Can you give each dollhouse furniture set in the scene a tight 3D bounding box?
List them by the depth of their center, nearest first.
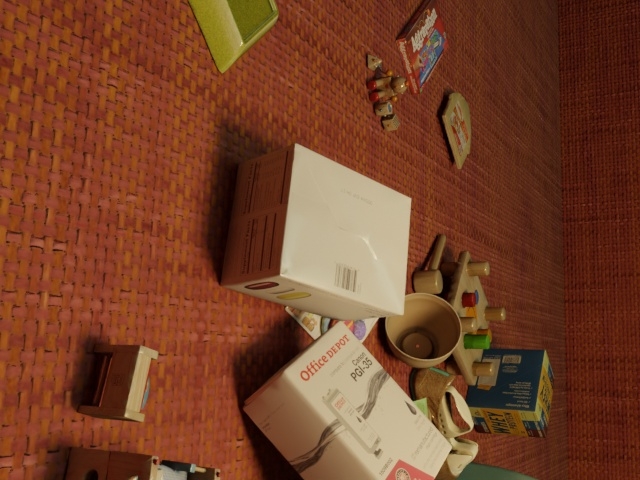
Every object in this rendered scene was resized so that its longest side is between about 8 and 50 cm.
[{"bbox_3d":[-0.197,0.229,0.883,0.129,0.129,0.184,37,55,-54],"label":"dollhouse furniture set"}]

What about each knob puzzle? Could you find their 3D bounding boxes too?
[{"bbox_3d":[0.375,-0.320,2.063,0.213,0.030,0.213,11,77,-59],"label":"knob puzzle"}]

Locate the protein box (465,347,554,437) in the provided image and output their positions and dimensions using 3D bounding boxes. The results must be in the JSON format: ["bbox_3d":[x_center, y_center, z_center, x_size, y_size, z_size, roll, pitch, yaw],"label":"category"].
[{"bbox_3d":[0.532,0.423,2.090,0.136,0.199,0.201,60,39,-38],"label":"protein box"}]

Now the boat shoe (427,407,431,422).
[{"bbox_3d":[0.164,0.465,1.544,0.285,0.102,0.092,-65,152,-45],"label":"boat shoe"}]

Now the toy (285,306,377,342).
[{"bbox_3d":[0.044,0.135,1.354,0.137,0.056,0.237,-52,134,-13],"label":"toy"}]

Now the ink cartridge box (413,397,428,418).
[{"bbox_3d":[0.144,0.387,1.444,0.209,0.062,0.109,-11,97,-29],"label":"ink cartridge box"}]

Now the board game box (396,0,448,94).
[{"bbox_3d":[0.261,-0.497,1.882,0.281,0.027,0.145,-59,135,-45],"label":"board game box"}]

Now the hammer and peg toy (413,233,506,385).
[{"bbox_3d":[0.361,0.157,1.886,0.361,0.127,0.266,62,37,-37],"label":"hammer and peg toy"}]

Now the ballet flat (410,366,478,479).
[{"bbox_3d":[0.302,0.450,1.755,0.116,0.124,0.342,-36,118,-56],"label":"ballet flat"}]

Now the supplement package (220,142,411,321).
[{"bbox_3d":[0.000,0.000,1.174,0.262,0.145,0.204,21,68,-39],"label":"supplement package"}]

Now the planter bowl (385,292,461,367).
[{"bbox_3d":[0.215,0.209,1.618,0.109,0.162,0.162,93,13,-55],"label":"planter bowl"}]

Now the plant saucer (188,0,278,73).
[{"bbox_3d":[-0.131,-0.384,1.152,0.188,0.045,0.188,-58,135,-46],"label":"plant saucer"}]

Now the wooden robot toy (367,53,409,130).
[{"bbox_3d":[0.153,-0.324,1.618,0.076,0.079,0.173,-40,121,-55],"label":"wooden robot toy"}]

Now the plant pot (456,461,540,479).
[{"bbox_3d":[0.471,0.673,1.921,0.166,0.234,0.165,43,51,-52],"label":"plant pot"}]

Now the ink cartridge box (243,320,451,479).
[{"bbox_3d":[0.046,0.295,1.178,0.283,0.117,0.207,48,32,5],"label":"ink cartridge box"}]
